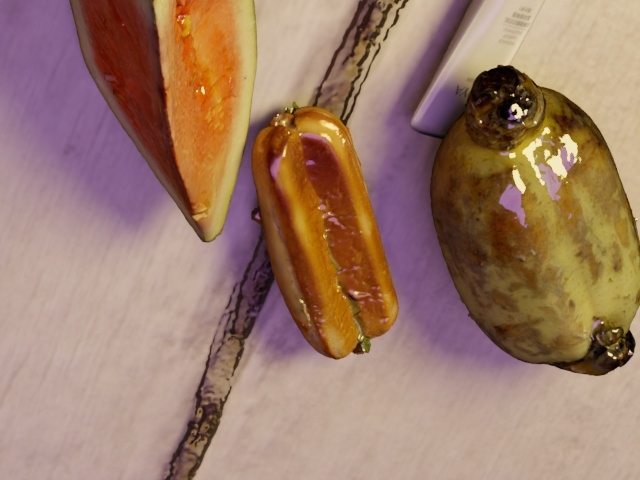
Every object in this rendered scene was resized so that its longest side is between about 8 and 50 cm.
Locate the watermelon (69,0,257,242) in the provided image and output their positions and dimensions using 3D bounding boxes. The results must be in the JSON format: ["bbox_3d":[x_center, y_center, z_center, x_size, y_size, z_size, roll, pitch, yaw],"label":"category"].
[{"bbox_3d":[-0.101,-0.154,1.048,0.128,0.159,0.303,-29,148,-16],"label":"watermelon"}]

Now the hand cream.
[{"bbox_3d":[0.152,-0.194,1.127,0.079,0.048,0.255,7,119,-40],"label":"hand cream"}]

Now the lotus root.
[{"bbox_3d":[0.188,-0.022,1.164,0.173,0.173,0.309,-23,122,2],"label":"lotus root"}]

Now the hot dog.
[{"bbox_3d":[0.000,0.000,1.190,0.104,0.076,0.250,-30,124,-17],"label":"hot dog"}]
